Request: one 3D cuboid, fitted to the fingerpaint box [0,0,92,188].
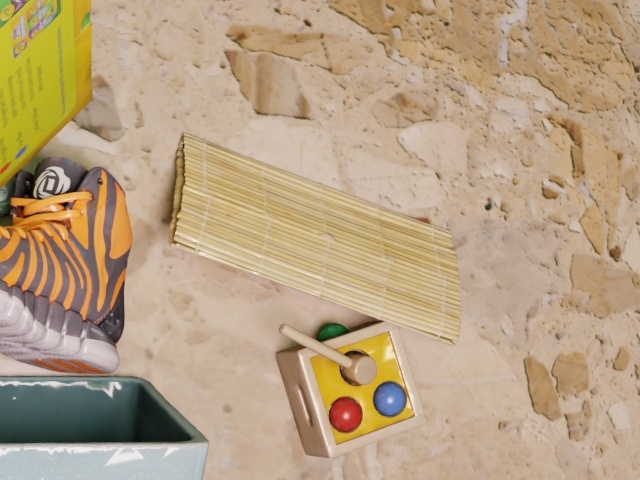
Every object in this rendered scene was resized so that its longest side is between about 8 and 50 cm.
[{"bbox_3d":[-0.359,-0.122,1.115,0.163,0.445,0.371,41,72,4],"label":"fingerpaint box"}]

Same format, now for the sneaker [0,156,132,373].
[{"bbox_3d":[-0.273,0.000,1.261,0.124,0.321,0.180,0,73,21],"label":"sneaker"}]

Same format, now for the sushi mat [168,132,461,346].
[{"bbox_3d":[0.000,0.000,1.434,0.316,0.019,0.151,20,42,-18],"label":"sushi mat"}]

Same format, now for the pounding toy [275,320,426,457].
[{"bbox_3d":[0.022,0.135,1.422,0.130,0.100,0.141,-17,91,-21],"label":"pounding toy"}]

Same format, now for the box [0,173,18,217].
[{"bbox_3d":[-0.326,-0.048,1.355,0.083,0.018,0.067,-25,93,-21],"label":"box"}]

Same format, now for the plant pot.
[{"bbox_3d":[-0.252,0.266,1.242,0.247,0.248,0.252,1,98,-20],"label":"plant pot"}]
